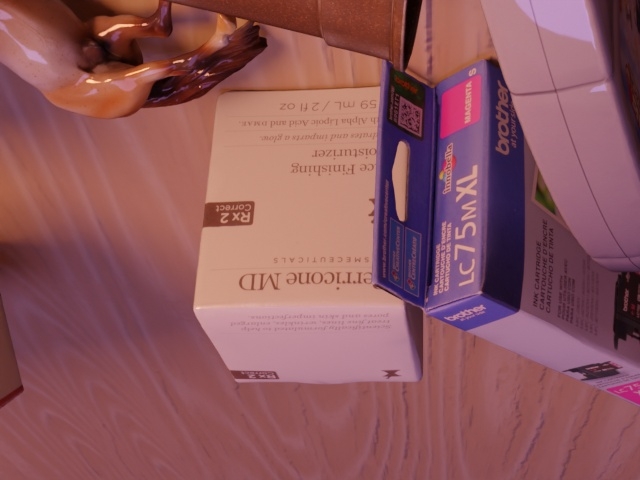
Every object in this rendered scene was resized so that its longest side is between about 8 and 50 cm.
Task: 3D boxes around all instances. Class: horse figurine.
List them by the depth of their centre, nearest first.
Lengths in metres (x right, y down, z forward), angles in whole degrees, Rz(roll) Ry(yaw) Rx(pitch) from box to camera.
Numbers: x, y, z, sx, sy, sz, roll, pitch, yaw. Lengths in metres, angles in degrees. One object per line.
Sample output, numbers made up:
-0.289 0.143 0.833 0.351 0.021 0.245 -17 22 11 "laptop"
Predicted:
-0.166 -0.145 0.705 0.263 0.066 0.174 24 140 -30 "horse figurine"

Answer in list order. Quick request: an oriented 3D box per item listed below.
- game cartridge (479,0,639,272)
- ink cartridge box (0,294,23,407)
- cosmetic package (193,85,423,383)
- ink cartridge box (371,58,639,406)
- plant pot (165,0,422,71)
0.153 -0.108 0.596 0.062 0.198 0.297 -9 150 23 "game cartridge"
-0.488 0.122 0.934 0.384 0.161 0.279 -12 -177 -2 "ink cartridge box"
0.000 0.000 0.831 0.151 0.184 0.151 -2 152 9 "cosmetic package"
0.170 -0.005 0.800 0.311 0.186 0.065 23 149 -32 "ink cartridge box"
-0.026 -0.179 0.538 0.165 0.167 0.167 10 153 6 "plant pot"
